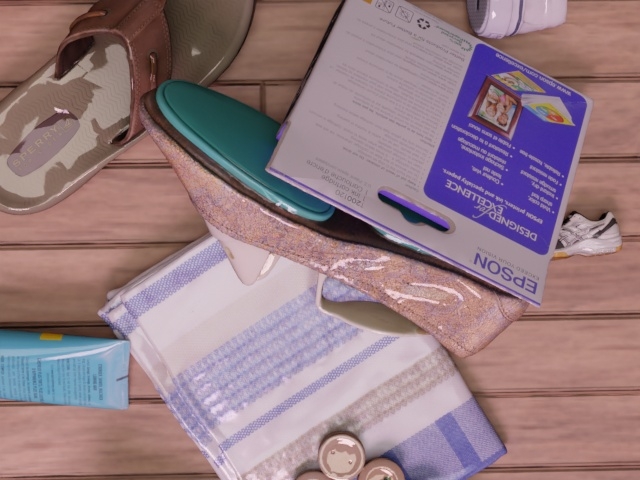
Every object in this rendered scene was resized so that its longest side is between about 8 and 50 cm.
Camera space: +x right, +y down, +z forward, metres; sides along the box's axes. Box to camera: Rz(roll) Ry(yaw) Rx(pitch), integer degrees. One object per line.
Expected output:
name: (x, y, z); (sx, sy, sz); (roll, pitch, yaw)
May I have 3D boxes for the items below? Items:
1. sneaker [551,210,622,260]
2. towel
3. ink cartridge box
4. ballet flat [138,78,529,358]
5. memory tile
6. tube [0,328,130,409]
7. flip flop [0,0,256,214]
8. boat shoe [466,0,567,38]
sneaker: (0.192, -0.004, 0.888); (0.083, 0.032, 0.037); (-6, 84, -6)
towel: (-0.010, 0.107, 0.892); (0.209, 0.034, 0.285); (-34, 99, 0)
ink cartridge box: (0.079, -0.067, 0.806); (0.206, 0.045, 0.208); (27, 53, -5)
ballet flat: (0.000, 0.000, 0.816); (0.316, 0.107, 0.106); (27, 121, -6)
memory tile: (0.039, 0.228, 0.879); (0.148, 0.012, 0.113); (37, 93, -1)
tube: (-0.250, 0.095, 0.872); (0.207, 0.052, 0.080); (6, 137, -3)
flip flop: (-0.155, -0.125, 0.833); (0.277, 0.080, 0.112); (-42, 96, 4)
boat shoe: (0.147, -0.264, 0.834); (0.075, 0.083, 0.226); (-5, 109, -13)
